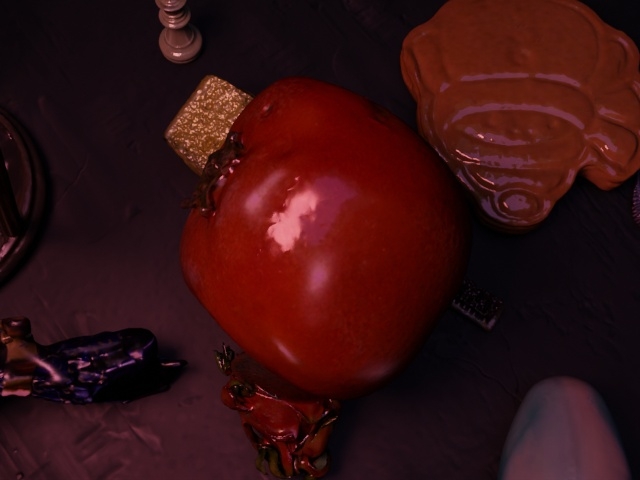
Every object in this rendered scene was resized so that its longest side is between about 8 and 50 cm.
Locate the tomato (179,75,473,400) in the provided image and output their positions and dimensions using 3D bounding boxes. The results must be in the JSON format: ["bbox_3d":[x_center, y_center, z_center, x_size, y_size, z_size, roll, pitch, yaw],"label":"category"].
[{"bbox_3d":[0.000,0.000,0.866,0.289,0.325,0.293,31,82,-20],"label":"tomato"}]

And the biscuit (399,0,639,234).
[{"bbox_3d":[0.274,-0.185,1.072,0.312,0.057,0.351,-9,70,-1],"label":"biscuit"}]

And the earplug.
[{"bbox_3d":[0.256,0.304,0.876,0.185,0.185,0.324,7,65,0],"label":"earplug"}]

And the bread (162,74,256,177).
[{"bbox_3d":[-0.119,-0.129,1.022,0.129,0.111,0.114,39,79,16],"label":"bread"}]

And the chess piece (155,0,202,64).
[{"bbox_3d":[-0.184,-0.287,1.049,0.059,0.149,0.059,1,71,-4],"label":"chess piece"}]

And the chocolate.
[{"bbox_3d":[-0.310,0.138,0.879,0.343,0.148,0.126,4,36,-20],"label":"chocolate"}]

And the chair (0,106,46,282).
[{"bbox_3d":[-0.499,-0.108,0.844,0.361,0.410,0.365,-26,74,-9],"label":"chair"}]

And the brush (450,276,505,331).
[{"bbox_3d":[0.117,0.028,1.018,0.248,0.036,0.043,34,65,9],"label":"brush"}]

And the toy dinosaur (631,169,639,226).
[{"bbox_3d":[0.441,-0.041,1.044,0.080,0.045,0.197,-23,64,5],"label":"toy dinosaur"}]

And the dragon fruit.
[{"bbox_3d":[-0.043,0.194,0.916,0.138,0.142,0.175,-10,93,-40],"label":"dragon fruit"}]
